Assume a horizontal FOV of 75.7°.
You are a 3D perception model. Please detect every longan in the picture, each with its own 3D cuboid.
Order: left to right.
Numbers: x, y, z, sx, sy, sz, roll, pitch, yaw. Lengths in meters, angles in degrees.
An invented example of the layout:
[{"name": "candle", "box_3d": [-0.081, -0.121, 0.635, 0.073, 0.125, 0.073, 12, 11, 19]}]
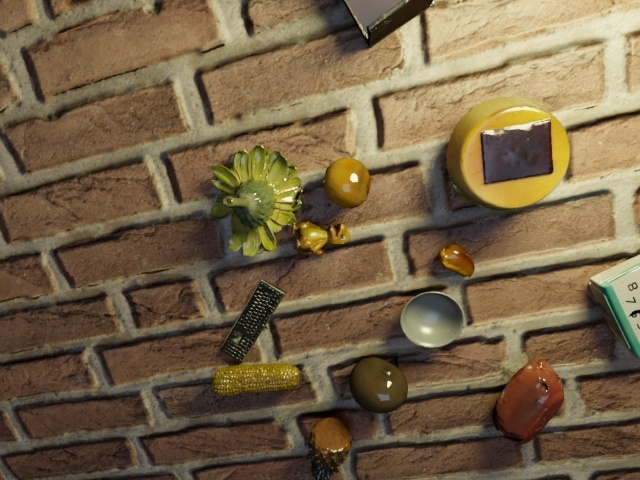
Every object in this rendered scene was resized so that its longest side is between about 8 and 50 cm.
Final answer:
[{"name": "longan", "box_3d": [0.184, 0.466, 1.325, 0.190, 0.189, 0.189, 2, 108, 6]}]

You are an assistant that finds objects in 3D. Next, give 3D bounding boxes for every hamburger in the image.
[{"name": "hamburger", "box_3d": [0.471, -0.215, 1.063, 0.301, 0.176, 0.299, 2, 108, 7]}]

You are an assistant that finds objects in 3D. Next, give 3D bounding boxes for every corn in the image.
[{"name": "corn", "box_3d": [-0.217, 0.472, 1.408, 0.313, 0.102, 0.101, -5, 107, 6]}]

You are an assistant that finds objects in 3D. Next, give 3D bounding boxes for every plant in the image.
[{"name": "plant", "box_3d": [-0.166, -0.118, 1.166, 0.262, 0.297, 0.305, -14, 91, -21]}]

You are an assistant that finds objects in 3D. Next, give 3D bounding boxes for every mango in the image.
[{"name": "mango", "box_3d": [0.405, 0.061, 1.221, 0.127, 0.063, 0.077, 35, 103, -11]}]

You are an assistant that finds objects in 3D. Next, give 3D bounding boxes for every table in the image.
[{"name": "table", "box_3d": [0.128, -0.610, 0.916, 0.196, 0.282, 0.250, -29, 102, 15]}]

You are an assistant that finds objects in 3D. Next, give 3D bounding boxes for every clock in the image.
[{"name": "clock", "box_3d": [0.929, 0.164, 1.177, 0.231, 0.116, 0.262, -31, 103, 10]}]

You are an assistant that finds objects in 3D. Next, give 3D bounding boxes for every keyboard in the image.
[{"name": "keyboard", "box_3d": [-0.228, 0.278, 1.382, 0.106, 0.027, 0.316, 30, 108, -3]}]

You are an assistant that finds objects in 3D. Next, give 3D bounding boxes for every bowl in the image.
[{"name": "bowl", "box_3d": [0.340, 0.228, 1.271, 0.189, 0.086, 0.188, 2, 108, 7]}]

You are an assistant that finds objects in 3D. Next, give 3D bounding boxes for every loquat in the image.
[{"name": "loquat", "box_3d": [0.073, -0.157, 1.147, 0.141, 0.141, 0.141, 2, 108, 6]}]

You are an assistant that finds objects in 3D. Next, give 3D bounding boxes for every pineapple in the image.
[{"name": "pineapple", "box_3d": [0.025, 0.760, 1.455, 0.158, 0.157, 0.278, 9, 121, 3]}]

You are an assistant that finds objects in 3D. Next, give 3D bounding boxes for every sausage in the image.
[{"name": "sausage", "box_3d": [0.649, 0.508, 1.296, 0.152, 0.152, 0.279, 23, 107, -1]}]

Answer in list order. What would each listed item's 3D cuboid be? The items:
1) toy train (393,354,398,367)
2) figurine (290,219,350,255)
[{"name": "toy train", "box_3d": [0.252, 0.416, 1.378, 0.017, 0.017, 0.083, -3, 108, 5]}, {"name": "figurine", "box_3d": [0.002, 0.002, 1.240, 0.176, 0.121, 0.122, -8, 141, -4]}]
